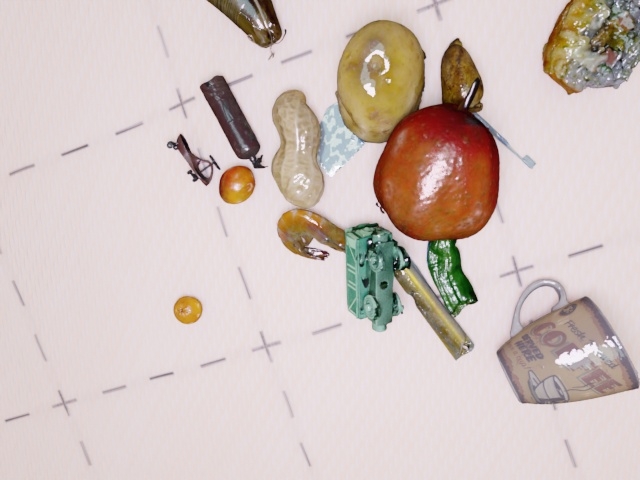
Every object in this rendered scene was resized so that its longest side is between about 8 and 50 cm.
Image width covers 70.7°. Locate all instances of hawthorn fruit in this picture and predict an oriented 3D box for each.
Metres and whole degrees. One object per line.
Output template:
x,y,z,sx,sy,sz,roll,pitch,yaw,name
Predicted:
0.278,-0.178,1.010,0.285,0.285,0.369,18,118,5,hawthorn fruit

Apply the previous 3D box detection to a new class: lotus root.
0.329,-0.394,1.080,0.094,0.108,0.190,-12,86,-26,lotus root

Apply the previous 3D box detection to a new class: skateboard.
-0.338,-0.221,1.220,0.080,0.067,0.151,-34,98,1,skateboard

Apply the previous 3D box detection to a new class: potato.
0.135,-0.379,1.045,0.242,0.242,0.285,27,102,3,potato

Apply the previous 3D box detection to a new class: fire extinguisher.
-0.217,-0.297,1.172,0.072,0.089,0.267,-30,95,-33,fire extinguisher

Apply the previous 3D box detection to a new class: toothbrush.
0.450,-0.256,1.121,0.219,0.016,0.019,41,100,0,toothbrush

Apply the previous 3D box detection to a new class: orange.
-0.376,0.198,1.279,0.083,0.070,0.083,1,95,10,orange

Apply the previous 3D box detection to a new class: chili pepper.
0.336,0.090,1.168,0.098,0.061,0.224,-18,97,5,chili pepper

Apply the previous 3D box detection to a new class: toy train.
0.141,0.091,1.126,0.115,0.154,0.269,-10,111,-19,toy train

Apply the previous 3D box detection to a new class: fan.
0.059,-0.283,1.174,0.131,0.009,0.240,27,100,1,fan

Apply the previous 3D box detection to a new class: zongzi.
-0.139,-0.625,1.106,0.248,0.111,0.241,42,95,-5,zongzi

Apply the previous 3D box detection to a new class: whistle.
0.290,0.172,1.189,0.068,0.057,0.326,-36,93,11,whistle

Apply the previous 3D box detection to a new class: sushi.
0.622,-0.461,1.002,0.184,0.139,0.274,20,107,3,sushi

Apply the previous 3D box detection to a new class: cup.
0.561,0.250,1.101,0.257,0.227,0.301,-25,66,15,cup

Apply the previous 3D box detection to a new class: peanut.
-0.062,-0.229,1.146,0.136,0.120,0.298,-3,96,3,peanut

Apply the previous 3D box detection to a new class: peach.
-0.223,-0.146,1.189,0.101,0.101,0.100,1,99,8,peach

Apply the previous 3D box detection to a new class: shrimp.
0.000,0.000,1.194,0.249,0.068,0.150,22,131,-1,shrimp
